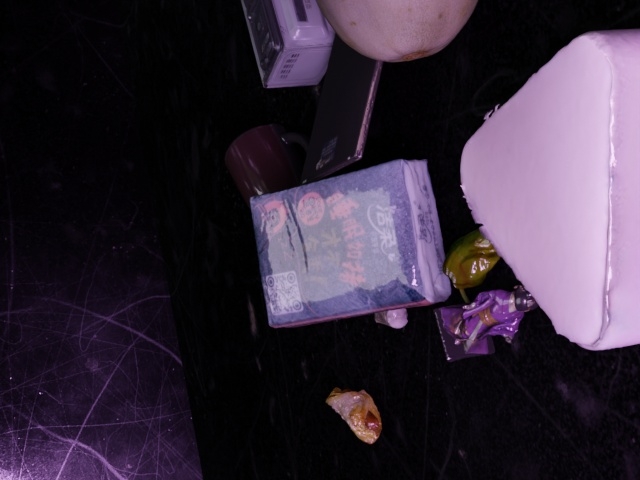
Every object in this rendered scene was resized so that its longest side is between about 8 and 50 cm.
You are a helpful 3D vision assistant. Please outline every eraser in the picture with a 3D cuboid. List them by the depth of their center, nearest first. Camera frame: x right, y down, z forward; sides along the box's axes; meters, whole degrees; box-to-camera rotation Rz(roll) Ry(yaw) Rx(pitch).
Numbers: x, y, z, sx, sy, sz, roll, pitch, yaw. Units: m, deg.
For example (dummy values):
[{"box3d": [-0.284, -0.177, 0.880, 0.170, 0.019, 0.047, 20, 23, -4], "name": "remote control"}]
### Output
[{"box3d": [0.305, -0.034, 1.140, 0.331, 0.150, 0.331, 175, 90, -68], "name": "eraser"}]

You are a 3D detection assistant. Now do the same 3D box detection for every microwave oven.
[{"box3d": [-0.061, -0.408, 1.937, 0.162, 0.123, 0.208, 128, 131, -61], "name": "microwave oven"}]

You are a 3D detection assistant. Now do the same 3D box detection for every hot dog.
[{"box3d": [0.068, 0.305, 1.929, 0.169, 0.078, 0.061, 40, 117, 52], "name": "hot dog"}]

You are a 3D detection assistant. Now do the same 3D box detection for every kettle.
[{"box3d": [-0.065, -0.113, 2.065, 0.202, 0.144, 0.232, -45, 56, 25], "name": "kettle"}]

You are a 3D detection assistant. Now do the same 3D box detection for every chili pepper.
[{"box3d": [0.211, 0.027, 1.480, 0.204, 0.072, 0.073, 124, 132, -58], "name": "chili pepper"}]

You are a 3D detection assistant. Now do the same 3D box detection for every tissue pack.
[{"box3d": [0.039, 0.010, 1.680, 0.316, 0.103, 0.227, -12, 85, 36], "name": "tissue pack"}]

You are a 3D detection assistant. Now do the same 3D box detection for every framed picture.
[{"box3d": [0.048, -0.265, 1.693, 0.255, 0.014, 0.338, 160, 126, -68], "name": "framed picture"}]

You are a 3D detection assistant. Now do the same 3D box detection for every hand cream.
[{"box3d": [0.114, 0.123, 1.809, 0.143, 0.039, 0.061, -158, 56, -75], "name": "hand cream"}]

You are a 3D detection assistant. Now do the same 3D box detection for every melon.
[{"box3d": [0.097, -0.394, 1.391, 0.272, 0.272, 0.307, -137, 54, -57], "name": "melon"}]

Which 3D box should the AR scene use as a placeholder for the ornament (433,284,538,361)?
[{"box3d": [0.237, 0.109, 1.431, 0.203, 0.088, 0.081, 147, 113, -64], "name": "ornament"}]
